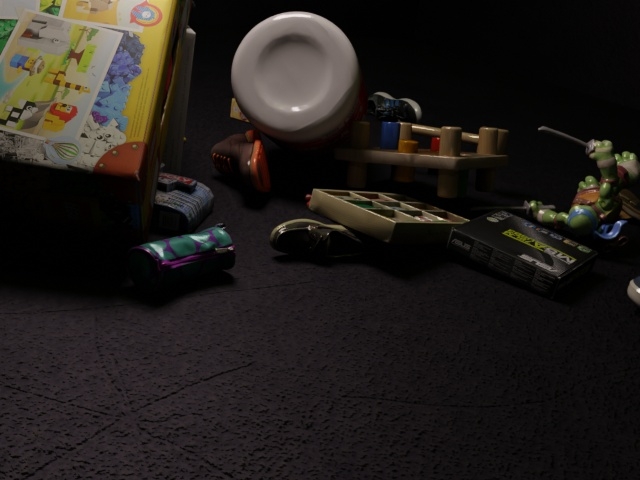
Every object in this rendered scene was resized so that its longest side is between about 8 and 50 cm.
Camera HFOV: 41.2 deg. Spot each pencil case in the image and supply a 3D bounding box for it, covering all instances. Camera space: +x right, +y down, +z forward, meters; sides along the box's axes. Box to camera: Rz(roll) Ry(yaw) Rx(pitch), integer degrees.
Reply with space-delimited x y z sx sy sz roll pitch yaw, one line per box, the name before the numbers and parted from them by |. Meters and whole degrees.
pencil case | -0.179 0.023 1.115 0.070 0.064 0.152 -7 7 39

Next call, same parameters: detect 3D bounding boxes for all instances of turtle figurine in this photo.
turtle figurine | 0.476 -0.115 1.590 0.275 0.197 0.266 26 27 28

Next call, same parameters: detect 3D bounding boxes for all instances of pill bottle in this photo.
pill bottle | -0.025 -0.283 1.668 0.229 0.229 0.408 12 0 7

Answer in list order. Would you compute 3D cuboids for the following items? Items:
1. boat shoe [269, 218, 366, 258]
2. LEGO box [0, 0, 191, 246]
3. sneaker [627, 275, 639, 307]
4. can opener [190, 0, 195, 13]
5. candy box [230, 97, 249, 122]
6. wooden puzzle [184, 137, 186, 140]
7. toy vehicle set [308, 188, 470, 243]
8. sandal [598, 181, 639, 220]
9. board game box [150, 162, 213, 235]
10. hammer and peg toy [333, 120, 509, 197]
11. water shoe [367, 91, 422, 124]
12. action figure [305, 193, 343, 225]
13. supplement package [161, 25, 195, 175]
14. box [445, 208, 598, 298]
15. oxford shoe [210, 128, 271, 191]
boat shoe | 0.000 0.000 1.271 0.152 0.056 0.049 -2 18 -28
LEGO box | -0.400 -0.265 1.232 0.373 0.193 0.500 7 60 -6
sneaker | 0.636 0.067 1.245 0.350 0.148 0.131 10 20 2
can opener | -0.292 -0.429 1.529 0.059 0.073 0.186 -19 26 -39
candy box | -0.109 -0.303 2.039 0.187 0.053 0.109 17 22 23
wooden puzzle | -0.336 -0.226 1.788 0.079 0.014 0.116 0 22 -35
toy vehicle set | 0.126 -0.039 1.395 0.166 0.035 0.267 24 15 35
sandal | 0.631 -0.062 1.742 0.180 0.049 0.072 38 37 26
board game box | -0.273 -0.081 1.361 0.194 0.060 0.194 11 21 4
hammer and peg toy | 0.214 -0.160 1.643 0.266 0.127 0.361 8 10 30
water shoe | 0.188 -0.341 2.277 0.080 0.072 0.203 -27 32 -25
action figure | 0.011 -0.057 1.471 0.038 0.030 0.115 -14 29 -38
supplement package | -0.329 -0.276 1.563 0.145 0.261 0.204 2 22 -19
box | 0.327 0.016 1.375 0.191 0.045 0.184 28 24 29
oxford shoe | -0.146 -0.136 1.550 0.098 0.096 0.271 -11 16 -4
